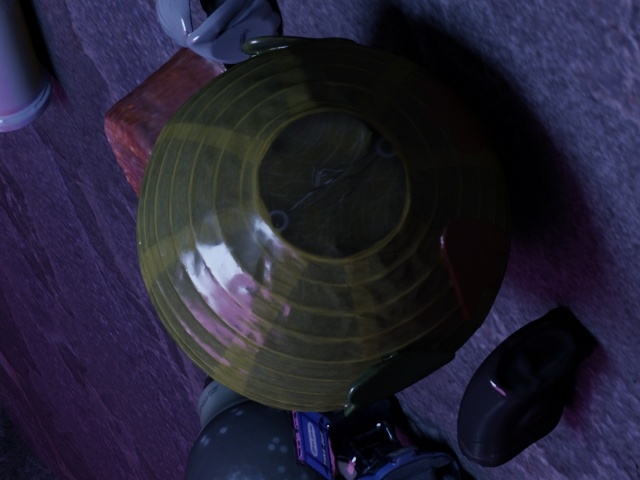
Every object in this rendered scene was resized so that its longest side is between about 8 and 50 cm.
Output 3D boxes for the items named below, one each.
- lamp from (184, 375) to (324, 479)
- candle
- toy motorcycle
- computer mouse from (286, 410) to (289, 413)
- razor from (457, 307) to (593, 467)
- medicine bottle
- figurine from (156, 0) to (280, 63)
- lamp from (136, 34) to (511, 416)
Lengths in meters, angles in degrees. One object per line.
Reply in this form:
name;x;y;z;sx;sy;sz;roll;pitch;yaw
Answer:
lamp;-0.081;0.219;1.944;0.314;0.182;0.182;57;169;44
candle;-0.081;-0.015;1.512;0.317;0.131;0.287;56;169;-23
toy motorcycle;0.064;0.321;1.714;0.212;0.125;0.359;30;132;53
computer mouse;-0.054;0.095;1.787;0.113;0.068;0.229;20;156;38
razor;0.143;0.108;1.281;0.054;0.090;0.148;48;160;20
medicine bottle;-0.364;-0.286;1.802;0.108;0.108;0.426;43;157;29
figurine;-0.083;-0.183;1.354;0.094;0.082;0.086;101;148;-53
lamp;0.000;0.000;1.186;0.250;0.250;0.284;51;167;8
